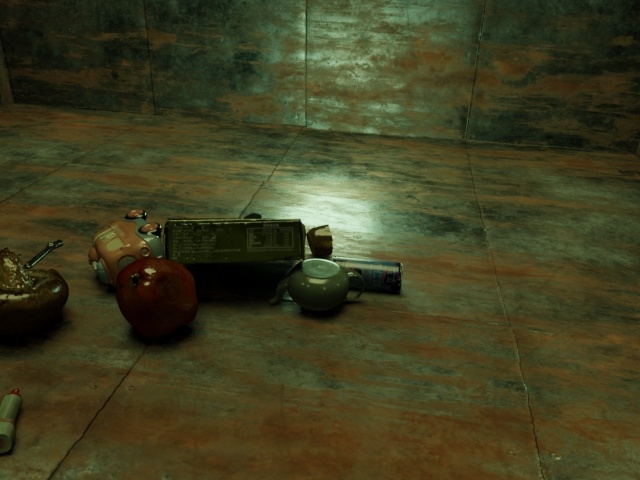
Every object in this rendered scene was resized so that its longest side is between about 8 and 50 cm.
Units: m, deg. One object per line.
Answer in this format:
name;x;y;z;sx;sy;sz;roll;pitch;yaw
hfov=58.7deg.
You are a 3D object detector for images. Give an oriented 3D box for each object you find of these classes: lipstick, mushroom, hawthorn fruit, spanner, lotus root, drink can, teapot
lipstick;-0.697;0.391;1.263;0.063;0.057;0.186;-4;22;-12
mushroom;-0.842;0.147;1.577;0.263;0.195;0.283;-11;45;-42
hawthorn fruit;-0.455;0.141;1.558;0.224;0.261;0.224;-8;55;11
spanner;-0.962;0.045;1.979;0.046;0.012;0.208;7;27;6
lotus root;0.001;0.003;2.047;0.081;0.112;0.122;-14;-2;-11
drink can;0.149;0.108;1.864;0.235;0.097;0.097;5;26;4
teapot;-0.007;0.142;1.749;0.294;0.130;0.193;1;26;-8

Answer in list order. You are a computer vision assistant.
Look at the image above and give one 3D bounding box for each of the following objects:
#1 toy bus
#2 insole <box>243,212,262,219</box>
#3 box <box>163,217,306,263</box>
toy bus;-0.620;0.041;1.832;0.232;0.194;0.287;-22;35;-26
insole;-0.292;-0.063;2.269;0.080;0.003;0.232;9;27;13
box;-0.266;0.000;1.844;0.420;0.138;0.373;0;1;-5
